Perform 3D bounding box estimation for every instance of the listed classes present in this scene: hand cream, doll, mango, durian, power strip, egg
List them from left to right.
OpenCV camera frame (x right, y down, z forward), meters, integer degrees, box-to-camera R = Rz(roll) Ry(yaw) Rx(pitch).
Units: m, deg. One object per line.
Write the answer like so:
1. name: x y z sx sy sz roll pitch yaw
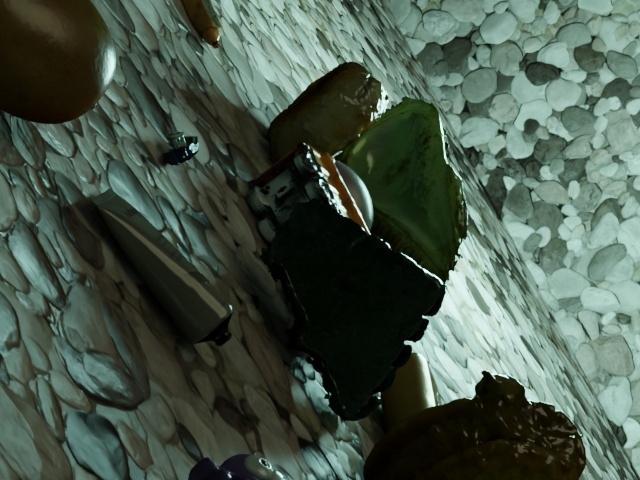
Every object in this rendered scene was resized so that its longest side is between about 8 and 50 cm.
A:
1. mango: -0.272 -0.185 1.405 0.221 0.120 0.151 30 26 -50
2. hand cream: -0.150 0.026 1.527 0.186 0.054 0.087 50 10 -4
3. power strip: -0.177 -0.342 2.283 0.049 0.028 0.178 39 24 -56
4. doll: -0.069 0.237 1.313 0.110 0.067 0.206 46 27 -13
5. egg: 0.015 -0.050 2.155 0.135 0.103 0.103 59 13 20
6. durian: 0.140 -0.055 2.409 0.163 0.198 0.394 52 13 -38

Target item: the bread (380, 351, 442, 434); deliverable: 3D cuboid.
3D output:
1. bread: 0.116 0.234 1.948 0.239 0.074 0.093 -95 166 -60

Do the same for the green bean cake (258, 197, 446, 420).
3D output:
1. green bean cake: 0.014 0.077 1.813 0.208 0.193 0.107 35 0 1

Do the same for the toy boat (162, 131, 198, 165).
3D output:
1. toy boat: -0.159 -0.107 1.802 0.038 0.038 0.083 56 14 -8

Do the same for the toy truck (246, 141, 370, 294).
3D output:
1. toy truck: 0.000 0.000 1.989 0.135 0.114 0.270 34 25 -50

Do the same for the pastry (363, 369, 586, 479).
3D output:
1. pastry: 0.176 0.276 1.735 0.240 0.235 0.132 33 31 -41

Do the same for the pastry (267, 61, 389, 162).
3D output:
1. pastry: 0.008 -0.171 2.255 0.093 0.182 0.192 52 3 -12
